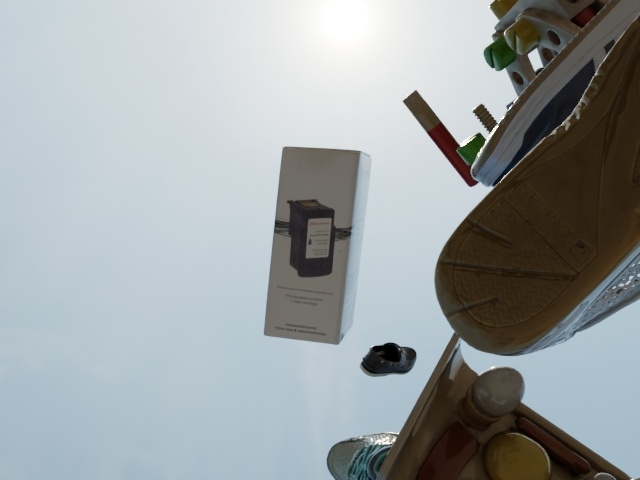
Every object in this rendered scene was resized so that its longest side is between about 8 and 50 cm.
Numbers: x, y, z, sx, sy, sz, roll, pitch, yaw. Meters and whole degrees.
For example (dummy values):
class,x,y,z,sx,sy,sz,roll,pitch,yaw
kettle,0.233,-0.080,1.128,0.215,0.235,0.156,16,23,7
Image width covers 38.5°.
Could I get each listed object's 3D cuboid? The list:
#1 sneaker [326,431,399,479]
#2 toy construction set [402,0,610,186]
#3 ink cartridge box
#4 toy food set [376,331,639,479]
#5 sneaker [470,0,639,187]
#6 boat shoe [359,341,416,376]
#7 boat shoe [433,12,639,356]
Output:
class,x,y,z,sx,sy,sz,roll,pitch,yaw
sneaker,0.099,0.309,1.257,0.122,0.283,0.110,35,-112,-36
toy construction set,0.226,-0.240,1.068,0.237,0.309,0.257,50,-165,-7
ink cartridge box,0.000,0.000,1.183,0.100,0.237,0.172,7,-176,7
toy food set,0.220,0.236,0.882,0.306,0.092,0.220,34,-136,4
sneaker,0.267,-0.114,0.779,0.153,0.099,0.282,44,-102,5
boat shoe,0.118,0.190,1.484,0.133,0.042,0.049,0,-143,-50
boat shoe,0.179,-0.046,0.451,0.096,0.277,0.098,18,-146,-53
